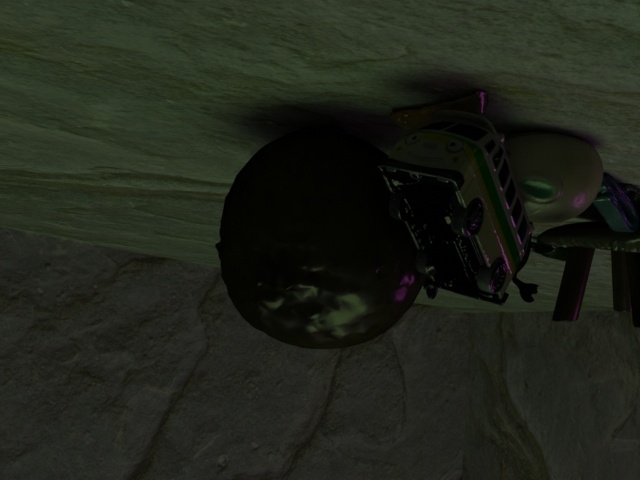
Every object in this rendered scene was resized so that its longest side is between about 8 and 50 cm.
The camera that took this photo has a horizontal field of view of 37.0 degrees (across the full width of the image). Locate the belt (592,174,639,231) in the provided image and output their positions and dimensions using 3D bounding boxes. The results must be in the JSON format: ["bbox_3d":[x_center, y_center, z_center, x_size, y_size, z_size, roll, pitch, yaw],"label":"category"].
[{"bbox_3d":[0.585,-0.088,1.903,0.065,0.100,0.179,-2,154,38],"label":"belt"}]

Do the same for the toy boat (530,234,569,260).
[{"bbox_3d":[0.647,0.025,2.576,0.210,0.052,0.104,11,166,-41],"label":"toy boat"}]

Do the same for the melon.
[{"bbox_3d":[0.205,-0.196,1.504,0.098,0.054,0.182,30,156,-35],"label":"melon"}]

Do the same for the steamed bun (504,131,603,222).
[{"bbox_3d":[0.376,-0.098,1.636,0.228,0.130,0.177,8,153,-29],"label":"steamed bun"}]

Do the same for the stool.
[{"bbox_3d":[0.689,0.065,2.130,0.310,0.226,0.310,-4,180,-35],"label":"stool"}]

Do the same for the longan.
[{"bbox_3d":[0.000,0.000,1.670,0.391,0.391,0.391,4,171,1],"label":"longan"}]

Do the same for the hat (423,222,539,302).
[{"bbox_3d":[0.332,0.004,1.888,0.238,0.209,0.336,8,145,-9],"label":"hat"}]

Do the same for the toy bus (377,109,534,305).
[{"bbox_3d":[0.223,-0.058,1.485,0.143,0.179,0.305,16,150,37],"label":"toy bus"}]
